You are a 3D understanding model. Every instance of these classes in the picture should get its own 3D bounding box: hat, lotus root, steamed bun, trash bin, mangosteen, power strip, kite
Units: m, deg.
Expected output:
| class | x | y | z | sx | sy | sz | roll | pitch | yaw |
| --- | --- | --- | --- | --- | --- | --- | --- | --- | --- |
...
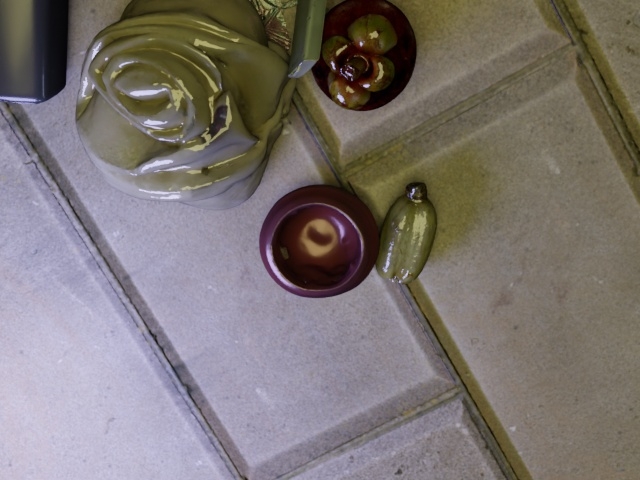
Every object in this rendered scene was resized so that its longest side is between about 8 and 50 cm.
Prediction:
| class | x | y | z | sx | sy | sz | roll | pitch | yaw |
| --- | --- | --- | --- | --- | --- | --- | --- | --- | --- |
| hat | 0.000 | 0.000 | 1.823 | 0.205 | 0.089 | 0.205 | 2 | 104 | 9 |
| lotus root | 0.147 | -0.014 | 1.813 | 0.090 | 0.077 | 0.183 | 10 | 109 | -6 |
| steamed bun | -0.216 | -0.227 | 1.694 | 0.342 | 0.255 | 0.368 | 23 | 103 | -1 |
| trash bin | -0.502 | -0.374 | 1.715 | 0.209 | 0.182 | 0.290 | 4 | 110 | 2 |
| mangosteen | 0.065 | -0.287 | 1.684 | 0.199 | 0.200 | 0.200 | 1 | 105 | 4 |
| power strip | -0.017 | -0.361 | 1.689 | 0.027 | 0.253 | 0.060 | 19 | 152 | -24 |
| kite | -0.061 | -0.379 | 1.767 | 0.152 | 0.005 | 0.137 | -8 | 105 | 6 |
